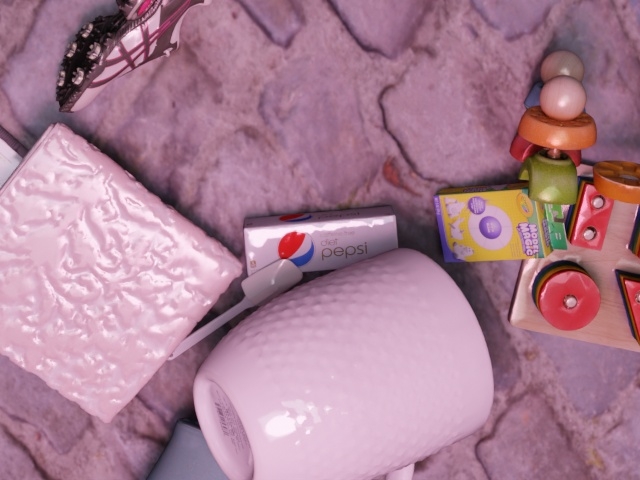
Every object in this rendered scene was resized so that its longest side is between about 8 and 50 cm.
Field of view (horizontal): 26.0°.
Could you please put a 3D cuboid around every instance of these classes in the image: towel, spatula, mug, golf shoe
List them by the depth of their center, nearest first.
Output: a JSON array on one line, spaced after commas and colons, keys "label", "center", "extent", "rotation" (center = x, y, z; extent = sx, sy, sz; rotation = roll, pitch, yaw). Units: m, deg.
[{"label": "mug", "center": [0.021, 0.233, 1.837], "extent": [0.328, 0.276, 0.374], "rotation": [-21, 117, -26]}, {"label": "golf shoe", "center": [-0.257, -0.265, 1.875], "extent": [0.120, 0.105, 0.273], "rotation": [24, 119, -36]}, {"label": "towel", "center": [-0.329, 0.051, 1.926], "extent": [0.332, 0.053, 0.317], "rotation": [38, 100, -15]}, {"label": "spatula", "center": [-0.096, 0.139, 1.990], "extent": [0.242, 0.019, 0.168], "rotation": [-33, 122, 16]}]

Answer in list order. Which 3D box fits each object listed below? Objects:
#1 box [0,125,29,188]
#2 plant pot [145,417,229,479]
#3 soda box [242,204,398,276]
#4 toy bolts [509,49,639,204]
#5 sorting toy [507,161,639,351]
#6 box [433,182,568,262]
[{"label": "box", "center": [-0.516, -0.005, 1.954], "extent": [0.232, 0.058, 0.322], "rotation": [43, 97, -11]}, {"label": "plant pot", "center": [-0.147, 0.394, 1.972], "extent": [0.272, 0.271, 0.255], "rotation": [13, 88, -5]}, {"label": "soda box", "center": [0.000, 0.000, 1.967], "extent": [0.216, 0.069, 0.074], "rotation": [-5, 104, -2]}, {"label": "toy bolts", "center": [0.357, -0.159, 1.862], "extent": [0.218, 0.228, 0.158], "rotation": [3, 113, -9]}, {"label": "sorting toy", "center": [0.427, 0.035, 1.981], "extent": [0.257, 0.089, 0.255], "rotation": [11, 103, -5]}, {"label": "box", "center": [0.254, -0.025, 1.943], "extent": [0.179, 0.043, 0.105], "rotation": [-5, 105, 29]}]
